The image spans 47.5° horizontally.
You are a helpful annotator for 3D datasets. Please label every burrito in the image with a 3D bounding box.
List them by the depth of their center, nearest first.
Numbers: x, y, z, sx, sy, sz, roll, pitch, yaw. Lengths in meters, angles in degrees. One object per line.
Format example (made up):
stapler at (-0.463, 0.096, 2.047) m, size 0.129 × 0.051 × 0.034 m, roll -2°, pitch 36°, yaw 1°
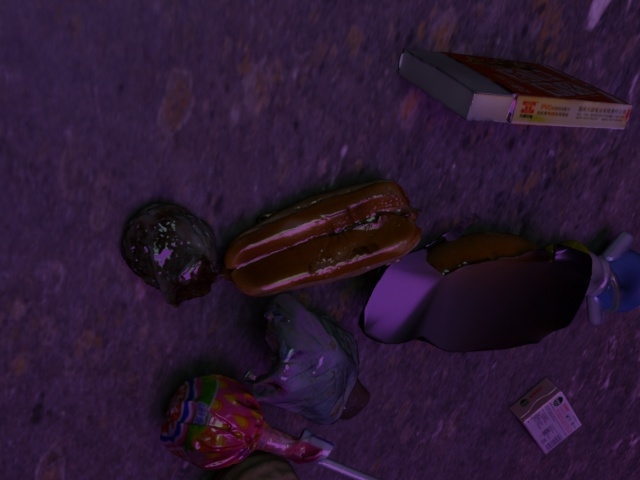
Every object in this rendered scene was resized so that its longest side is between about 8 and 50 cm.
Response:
burrito at (-0.013, 0.155, 0.908) m, size 0.229 × 0.089 × 0.143 m, roll 42°, pitch 61°, yaw -66°

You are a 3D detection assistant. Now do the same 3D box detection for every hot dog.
hot dog at (0.000, 0.000, 0.886) m, size 0.270 × 0.072 × 0.109 m, roll -17°, pitch 83°, yaw -9°
hot dog at (0.203, 0.052, 1.016) m, size 0.326 × 0.107 × 0.193 m, roll 12°, pitch 102°, yaw -22°

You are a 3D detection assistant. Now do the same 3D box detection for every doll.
doll at (0.431, 0.054, 1.131) m, size 0.241 × 0.098 × 0.135 m, roll 11°, pitch 134°, yaw -29°

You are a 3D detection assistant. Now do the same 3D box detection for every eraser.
eraser at (0.227, -0.179, 0.858) m, size 0.231 × 0.157 × 0.038 m, roll -2°, pitch 121°, yaw -26°

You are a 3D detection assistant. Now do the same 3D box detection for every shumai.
shumai at (-0.164, 0.024, 0.824) m, size 0.124 × 0.087 × 0.099 m, roll 36°, pitch 99°, yaw -35°

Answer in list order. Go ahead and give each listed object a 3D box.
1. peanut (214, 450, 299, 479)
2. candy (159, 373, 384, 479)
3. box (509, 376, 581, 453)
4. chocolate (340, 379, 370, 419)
peanut at (-0.120, 0.448, 1.050) m, size 0.174 × 0.158 × 0.339 m, roll -3°, pitch 128°, yaw -59°
candy at (-0.030, 0.282, 0.958) m, size 0.366 × 0.124 × 0.124 m, roll 26°, pitch 105°, yaw -11°
box at (0.401, 0.313, 1.294) m, size 0.089 × 0.043 × 0.125 m, roll -38°, pitch 127°, yaw -2°
chocolate at (0.037, 0.226, 1.074) m, size 0.065 × 0.031 × 0.100 m, roll -36°, pitch 125°, yaw -9°
